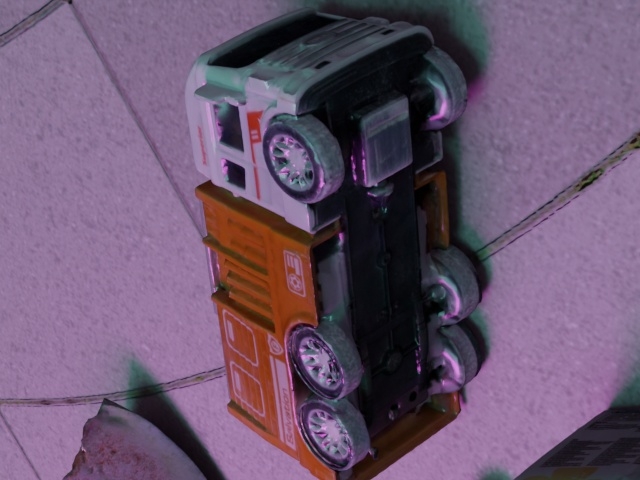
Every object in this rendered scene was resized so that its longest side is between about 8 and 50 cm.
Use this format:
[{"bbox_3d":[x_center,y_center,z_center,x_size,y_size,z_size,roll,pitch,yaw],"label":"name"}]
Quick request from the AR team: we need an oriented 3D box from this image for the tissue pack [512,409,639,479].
[{"bbox_3d":[0.286,0.216,1.162,0.229,0.159,0.145,-7,103,43],"label":"tissue pack"}]

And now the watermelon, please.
[{"bbox_3d":[-0.223,0.336,1.661,0.193,0.231,0.310,21,117,-13],"label":"watermelon"}]

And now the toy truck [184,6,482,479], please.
[{"bbox_3d":[0.000,0.000,1.284,0.207,0.173,0.387,24,132,40],"label":"toy truck"}]
